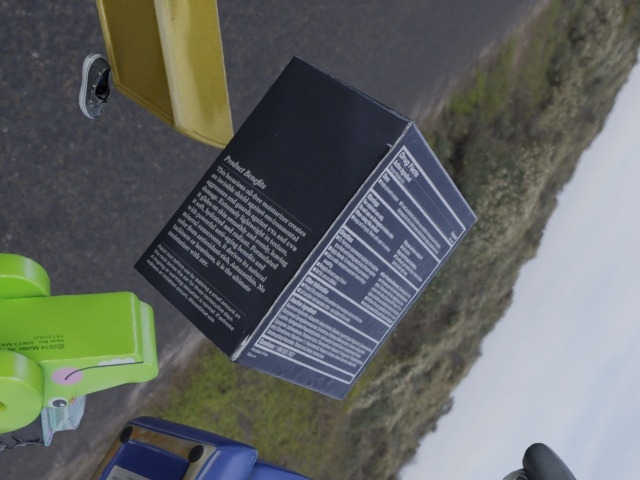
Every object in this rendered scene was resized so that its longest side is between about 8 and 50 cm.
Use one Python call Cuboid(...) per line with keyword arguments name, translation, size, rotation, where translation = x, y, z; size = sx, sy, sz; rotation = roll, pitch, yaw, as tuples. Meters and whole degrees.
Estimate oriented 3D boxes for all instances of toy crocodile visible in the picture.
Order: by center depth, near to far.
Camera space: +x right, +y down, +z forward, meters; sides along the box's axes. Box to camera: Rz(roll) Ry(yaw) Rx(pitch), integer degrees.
Cuboid(name="toy crocodile", translation=(-0.284, 0.091, 0.553), size=(0.340, 0.115, 0.105), rotation=(-7, 136, -17))

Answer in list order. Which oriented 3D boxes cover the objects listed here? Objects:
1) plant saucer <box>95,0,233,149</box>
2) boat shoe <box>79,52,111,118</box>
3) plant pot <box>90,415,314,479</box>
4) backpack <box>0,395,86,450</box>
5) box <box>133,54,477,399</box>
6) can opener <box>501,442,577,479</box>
Cuboid(name="plant saucer", translation=(-0.279, -0.336, 1.326), size=(0.081, 0.333, 0.332), rotation=(-25, 130, -29))
Cuboid(name="boat shoe", translation=(-0.378, -0.253, 1.360), size=(0.049, 0.040, 0.142), rotation=(-41, 163, -34))
Cuboid(name="plant pot", translation=(-0.128, 0.315, 0.819), size=(0.212, 0.236, 0.236), rotation=(45, 61, -32))
Cuboid(name="backpack", translation=(-0.431, 0.206, 1.221), size=(0.188, 0.144, 0.166), rotation=(-134, -142, -68))
Cuboid(name="box", translation=(0.000, 0.000, 0.936), size=(0.294, 0.183, 0.296), rotation=(-52, 151, -1))
Cuboid(name="can opener", translation=(0.260, 0.324, 0.737), size=(0.074, 0.280, 0.093), rotation=(-29, 152, -12))
